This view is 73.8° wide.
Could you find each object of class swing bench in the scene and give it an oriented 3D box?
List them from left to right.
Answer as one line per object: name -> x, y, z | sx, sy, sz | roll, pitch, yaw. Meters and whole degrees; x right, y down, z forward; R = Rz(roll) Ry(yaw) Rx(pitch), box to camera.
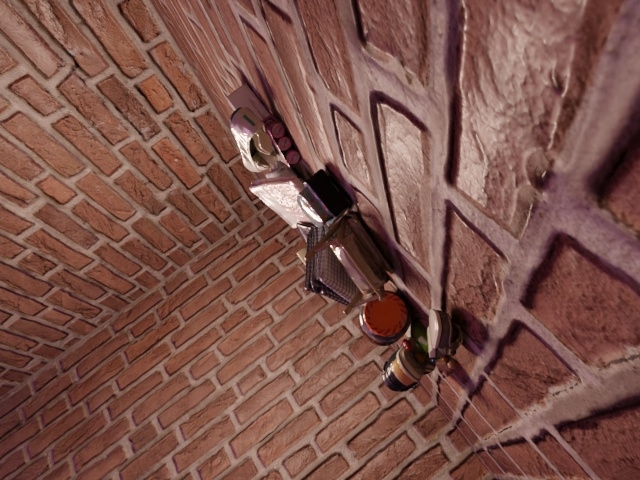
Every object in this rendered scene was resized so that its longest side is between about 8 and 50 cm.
swing bench -> 0.115, 0.062, 1.445 | 0.253, 0.165, 0.255 | 54, -145, -13

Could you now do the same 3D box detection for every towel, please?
towel -> -0.112, -0.153, 1.851 | 0.316, 0.053, 0.332 | 4, 149, 46
towel -> 0.054, 0.095, 1.595 | 0.235, 0.121, 0.284 | 33, -135, -36

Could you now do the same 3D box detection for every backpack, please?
backpack -> 0.007, -0.130, 1.454 | 0.166, 0.144, 0.188 | 47, 177, 5

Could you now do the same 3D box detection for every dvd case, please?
dvd case -> 0.000, 0.000, 1.916 | 0.221, 0.018, 0.165 | 16, 145, 42

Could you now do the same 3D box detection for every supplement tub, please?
supplement tub -> 0.260, 0.322, 1.755 | 0.207, 0.207, 0.338 | 52, 174, 18

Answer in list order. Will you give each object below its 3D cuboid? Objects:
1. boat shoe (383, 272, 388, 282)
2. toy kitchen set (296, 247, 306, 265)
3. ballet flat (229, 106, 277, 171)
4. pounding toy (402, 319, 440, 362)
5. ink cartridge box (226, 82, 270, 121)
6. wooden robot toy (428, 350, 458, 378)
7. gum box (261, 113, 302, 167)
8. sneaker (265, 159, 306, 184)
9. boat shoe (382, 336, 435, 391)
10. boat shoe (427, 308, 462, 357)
boat shoe -> 0.151, 0.092, 1.767 | 0.307, 0.104, 0.111 | 50, 176, 46
toy kitchen set -> -0.025, 0.056, 2.451 | 0.122, 0.207, 0.166 | 55, 174, -5
ballet flat -> -0.231, -0.343, 1.607 | 0.139, 0.139, 0.400 | 52, 173, 17
pounding toy -> 0.406, 0.436, 1.750 | 0.183, 0.110, 0.237 | 51, 173, 22
ink cartridge box -> -0.279, -0.499, 1.738 | 0.172, 0.100, 0.237 | 53, 174, 2
wooden robot toy -> 0.478, 0.450, 1.601 | 0.079, 0.076, 0.173 | -13, 119, 45
gum box -> -0.152, -0.380, 1.615 | 0.107, 0.062, 0.188 | 48, 172, 45
sneaker -> -0.145, -0.245, 2.034 | 0.210, 0.137, 0.366 | 52, 169, 18
boat shoe -> 0.387, 0.547, 1.880 | 0.187, 0.156, 0.500 | 51, -165, 18
boat shoe -> 0.362, 0.272, 1.239 | 0.305, 0.091, 0.109 | 68, -158, -60
